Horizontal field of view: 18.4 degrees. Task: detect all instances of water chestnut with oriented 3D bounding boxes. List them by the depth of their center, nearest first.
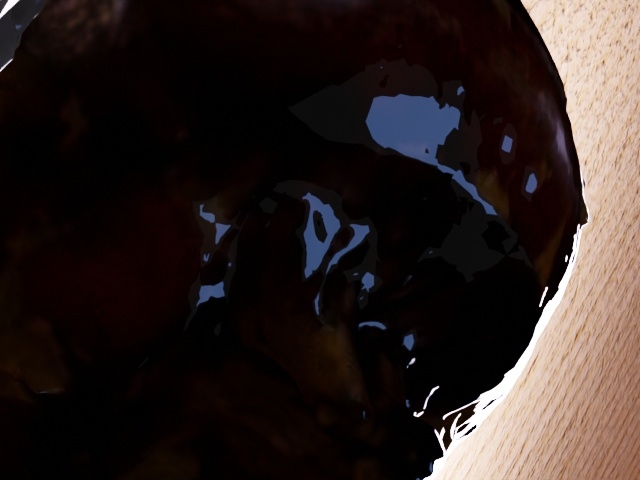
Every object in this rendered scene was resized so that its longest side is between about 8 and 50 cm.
[{"bbox_3d":[-0.032,0.010,0.723,0.300,0.300,0.300,-53,155,-39],"label":"water chestnut"}]

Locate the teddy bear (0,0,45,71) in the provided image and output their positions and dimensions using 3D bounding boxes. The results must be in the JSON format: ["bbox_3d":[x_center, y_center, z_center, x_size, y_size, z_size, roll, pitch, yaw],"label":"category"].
[{"bbox_3d":[-0.110,-0.142,0.426,0.367,0.224,0.357,95,-13,-46],"label":"teddy bear"}]
